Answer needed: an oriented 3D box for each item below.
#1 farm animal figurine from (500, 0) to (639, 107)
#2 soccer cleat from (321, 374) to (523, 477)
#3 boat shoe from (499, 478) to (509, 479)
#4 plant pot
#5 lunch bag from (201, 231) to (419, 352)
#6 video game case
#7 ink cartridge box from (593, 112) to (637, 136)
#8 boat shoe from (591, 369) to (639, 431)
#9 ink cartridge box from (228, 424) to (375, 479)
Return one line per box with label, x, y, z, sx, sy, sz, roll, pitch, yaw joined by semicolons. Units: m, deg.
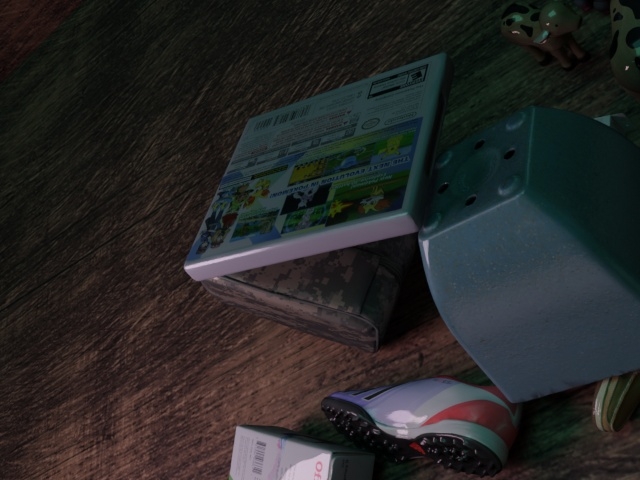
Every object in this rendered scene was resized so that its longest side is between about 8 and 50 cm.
farm animal figurine;0.403;-0.311;1.107;0.330;0.172;0.327;-33;47;29
soccer cleat;0.133;0.234;1.135;0.318;0.109;0.116;-4;41;49
boat shoe;0.224;0.321;0.998;0.183;0.066;0.066;-14;56;41
plant pot;0.253;-0.004;0.960;0.247;0.252;0.248;-27;34;39
lunch bag;0.000;0.000;1.249;0.305;0.212;0.256;17;74;11
video game case;0.001;-0.095;1.075;0.329;0.036;0.300;-13;41;31
ink cartridge box;0.378;-0.142;1.128;0.083;0.048;0.028;-8;62;44
boat shoe;0.375;0.137;0.956;0.072;0.068;0.190;20;82;38
ink cartridge box;-0.035;0.362;1.205;0.212;0.093;0.154;0;80;48
